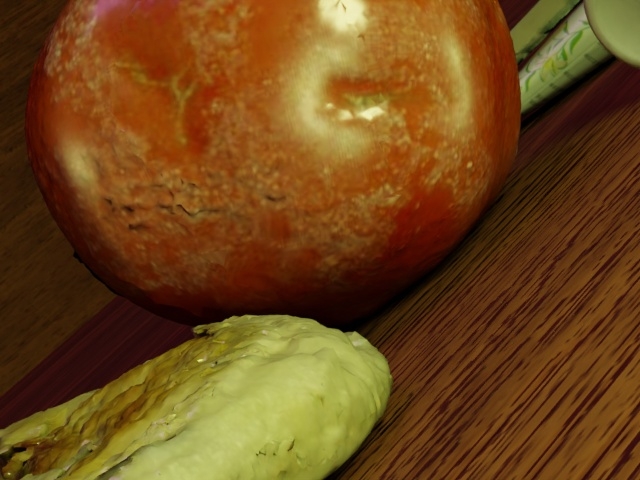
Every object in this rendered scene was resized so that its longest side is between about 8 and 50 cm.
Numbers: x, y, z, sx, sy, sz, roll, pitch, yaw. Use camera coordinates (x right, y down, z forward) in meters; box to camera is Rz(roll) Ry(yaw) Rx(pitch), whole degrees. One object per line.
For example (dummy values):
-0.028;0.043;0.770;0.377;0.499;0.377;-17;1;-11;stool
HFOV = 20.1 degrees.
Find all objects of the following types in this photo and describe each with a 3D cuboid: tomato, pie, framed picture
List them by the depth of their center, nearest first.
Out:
-0.124;0.129;0.634;0.339;0.077;0.339;-40;4;4;pie
-0.017;-0.052;0.830;0.232;0.189;0.232;-9;-9;-1;tomato
0.141;-0.141;1.165;0.315;0.024;0.232;-46;1;35;framed picture

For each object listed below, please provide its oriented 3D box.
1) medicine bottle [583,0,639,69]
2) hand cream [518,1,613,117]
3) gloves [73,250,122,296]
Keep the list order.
0.201;-0.148;0.860;0.220;0.061;0.092;-42;-13;-35;medicine bottle
0.159;-0.122;1.009;0.194;0.042;0.067;-40;0;22;hand cream
-0.067;-0.032;1.205;0.197;0.152;0.301;-51;5;17;gloves
